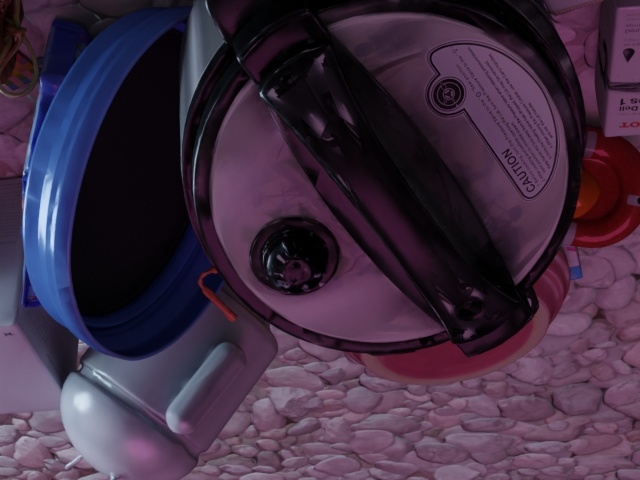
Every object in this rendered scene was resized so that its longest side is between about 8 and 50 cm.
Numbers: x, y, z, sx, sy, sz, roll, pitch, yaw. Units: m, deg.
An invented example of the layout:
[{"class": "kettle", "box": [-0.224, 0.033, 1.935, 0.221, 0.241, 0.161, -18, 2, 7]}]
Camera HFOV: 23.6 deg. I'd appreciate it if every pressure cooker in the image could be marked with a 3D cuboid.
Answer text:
[{"class": "pressure cooker", "box": [0.051, -0.096, 1.428, 0.370, 0.420, 0.375, 10, 114, -9]}]

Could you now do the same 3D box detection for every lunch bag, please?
[{"class": "lunch bag", "box": [-0.276, -0.087, 1.734, 0.138, 0.221, 0.293, 4, 146, 2]}]

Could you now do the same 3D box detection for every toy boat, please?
[{"class": "toy boat", "box": [0.289, -0.063, 1.830, 0.231, 0.151, 0.151, 8, 101, -14]}]

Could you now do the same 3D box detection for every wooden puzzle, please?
[{"class": "wooden puzzle", "box": [-0.353, -0.196, 1.768, 0.083, 0.006, 0.049, -20, 142, 26]}]

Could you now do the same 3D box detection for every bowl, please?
[{"class": "bowl", "box": [-0.182, -0.066, 1.661, 0.077, 0.391, 0.391, 18, 153, 24]}]

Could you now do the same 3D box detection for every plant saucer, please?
[{"class": "plant saucer", "box": [0.169, 0.095, 2.007, 0.332, 0.084, 0.332, -7, 147, -5]}]

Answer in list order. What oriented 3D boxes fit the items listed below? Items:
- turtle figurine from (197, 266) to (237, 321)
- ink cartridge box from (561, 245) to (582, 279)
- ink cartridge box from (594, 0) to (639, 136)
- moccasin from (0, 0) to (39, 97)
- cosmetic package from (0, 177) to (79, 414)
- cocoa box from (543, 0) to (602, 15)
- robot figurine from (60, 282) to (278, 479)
[{"class": "turtle figurine", "box": [0.004, 0.007, 1.784, 0.269, 0.087, 0.217, 16, 125, -33]}, {"class": "ink cartridge box", "box": [0.279, -0.011, 2.016, 0.104, 0.061, 0.181, -10, 146, 11]}, {"class": "ink cartridge box", "box": [0.390, -0.217, 1.685, 0.160, 0.092, 0.219, -4, 144, 4]}, {"class": "moccasin", "box": [-0.376, -0.213, 1.624, 0.147, 0.139, 0.380, 16, 143, -25]}, {"class": "cosmetic package", "box": [-0.405, 0.076, 1.977, 0.138, 0.224, 0.224, -7, 145, 8]}, {"class": "cocoa box", "box": [0.237, -0.403, 1.279, 0.228, 0.231, 0.347, -16, 144, 19]}, {"class": "robot figurine", "box": [-0.193, 0.166, 1.956, 0.200, 0.353, 0.300, 40, 168, -21]}]
